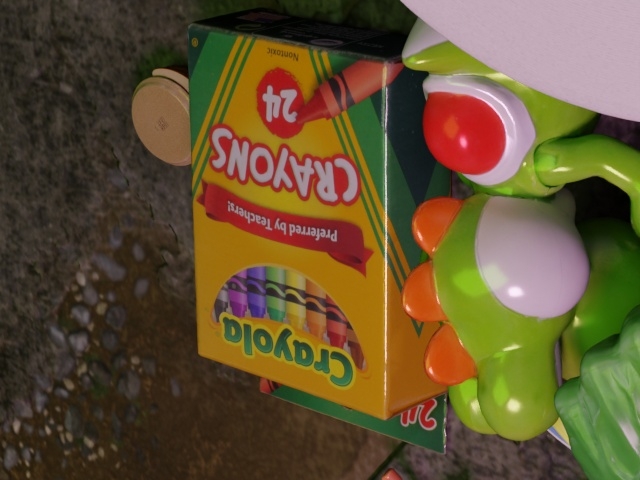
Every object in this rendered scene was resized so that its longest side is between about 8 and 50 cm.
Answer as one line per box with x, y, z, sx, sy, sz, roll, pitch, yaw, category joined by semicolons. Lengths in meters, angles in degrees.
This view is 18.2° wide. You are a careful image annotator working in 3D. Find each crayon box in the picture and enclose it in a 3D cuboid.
0.000;0.000;1.486;0.202;0.081;0.319;14;114;40;crayon box

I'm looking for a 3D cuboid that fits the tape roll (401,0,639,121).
0.167;-0.224;0.992;0.392;0.072;0.392;17;139;16;tape roll

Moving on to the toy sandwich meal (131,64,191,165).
-0.118;-0.101;1.607;0.085;0.029;0.086;21;127;31;toy sandwich meal

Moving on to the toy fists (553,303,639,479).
0.276;0.073;1.176;0.279;0.096;0.142;-25;101;20;toy fists

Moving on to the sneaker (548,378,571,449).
0.230;0.184;1.315;0.240;0.091;0.126;31;124;33;sneaker

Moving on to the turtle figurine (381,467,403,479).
0.147;0.260;1.423;0.217;0.087;0.270;-38;76;44;turtle figurine

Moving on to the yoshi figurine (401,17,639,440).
0.158;-0.055;1.286;0.203;0.203;0.362;3;94;7;yoshi figurine
